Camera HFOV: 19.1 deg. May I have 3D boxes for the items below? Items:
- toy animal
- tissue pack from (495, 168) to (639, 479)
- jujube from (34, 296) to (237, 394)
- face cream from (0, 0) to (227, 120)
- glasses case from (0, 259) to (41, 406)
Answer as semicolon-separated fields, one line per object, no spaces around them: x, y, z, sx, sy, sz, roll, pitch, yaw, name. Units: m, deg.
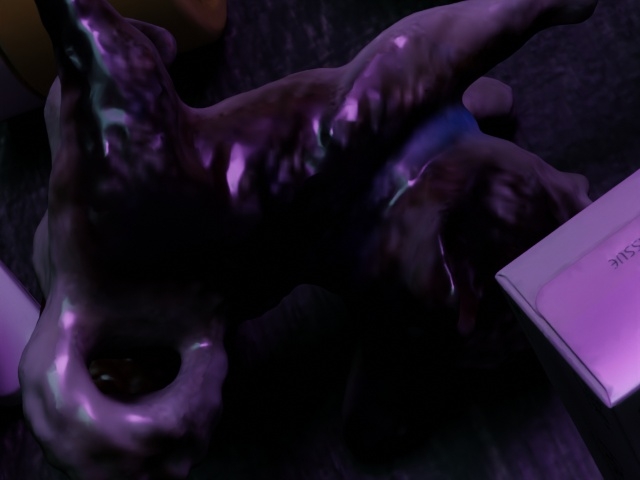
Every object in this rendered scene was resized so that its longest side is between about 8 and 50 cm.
0.000;0.000;1.011;0.344;0.194;0.302;6;63;-15;toy animal
0.190;0.066;0.869;0.148;0.246;0.092;-36;51;-1;tissue pack
-0.106;0.034;1.124;0.109;0.112;0.176;-51;26;46;jujube
-0.183;-0.204;1.261;0.179;0.218;0.218;-19;50;10;face cream
-0.218;0.043;1.212;0.063;0.041;0.164;-44;50;-4;glasses case
